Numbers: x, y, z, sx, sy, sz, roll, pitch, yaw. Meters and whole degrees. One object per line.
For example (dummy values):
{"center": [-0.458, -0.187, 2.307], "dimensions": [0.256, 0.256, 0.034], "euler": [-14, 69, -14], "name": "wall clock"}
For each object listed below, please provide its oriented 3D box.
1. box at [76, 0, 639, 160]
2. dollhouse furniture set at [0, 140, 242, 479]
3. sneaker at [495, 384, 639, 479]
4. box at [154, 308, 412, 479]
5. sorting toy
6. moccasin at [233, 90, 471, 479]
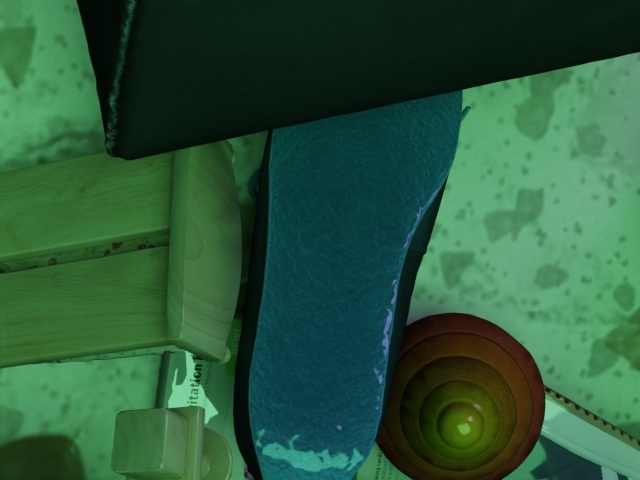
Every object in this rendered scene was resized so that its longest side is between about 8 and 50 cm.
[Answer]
{"center": [0.073, -0.338, 0.749], "dimensions": [0.480, 0.297, 0.471], "euler": [-13, 84, -12], "name": "box"}
{"center": [-0.171, 0.067, 0.925], "dimensions": [0.303, 0.174, 0.355], "euler": [-8, 68, 25], "name": "dollhouse furniture set"}
{"center": [0.202, 0.218, 1.028], "dimensions": [0.282, 0.099, 0.153], "euler": [32, 88, -11], "name": "sneaker"}
{"center": [-0.021, 0.124, 0.993], "dimensions": [0.186, 0.038, 0.145], "euler": [7, 97, -13], "name": "box"}
{"center": [0.013, 0.208, 0.914], "dimensions": [0.127, 0.126, 0.365], "euler": [37, 92, 3], "name": "sorting toy"}
{"center": [0.000, 0.000, 0.930], "dimensions": [0.138, 0.117, 0.342], "euler": [20, 70, -3], "name": "moccasin"}
